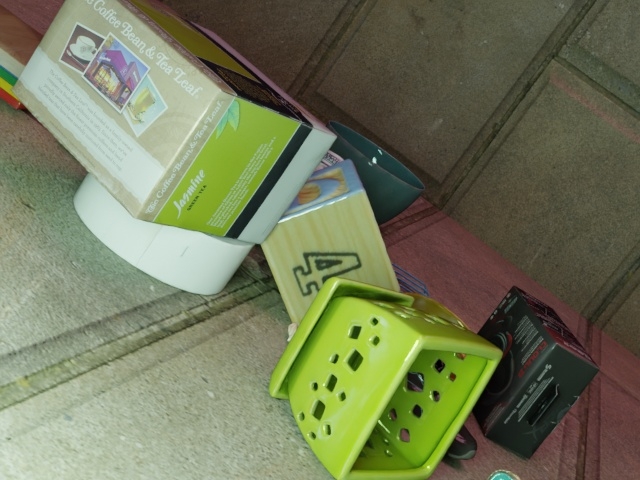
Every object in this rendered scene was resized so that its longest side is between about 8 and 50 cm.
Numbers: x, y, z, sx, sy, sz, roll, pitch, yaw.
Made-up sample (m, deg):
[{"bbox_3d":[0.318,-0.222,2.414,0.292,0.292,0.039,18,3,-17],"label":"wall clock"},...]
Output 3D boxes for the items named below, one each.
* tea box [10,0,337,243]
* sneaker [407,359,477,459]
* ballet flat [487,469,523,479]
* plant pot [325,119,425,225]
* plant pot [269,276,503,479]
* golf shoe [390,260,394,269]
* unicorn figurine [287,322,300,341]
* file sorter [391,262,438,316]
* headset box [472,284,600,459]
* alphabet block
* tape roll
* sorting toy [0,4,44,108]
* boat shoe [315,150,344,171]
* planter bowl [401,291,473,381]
[{"bbox_3d":[-0.213,-0.189,1.546,0.329,0.220,0.323,43,14,28],"label":"tea box"},{"bbox_3d":[0.164,0.241,1.675,0.267,0.106,0.101,45,15,29],"label":"sneaker"},{"bbox_3d":[0.337,0.424,1.556,0.206,0.073,0.067,46,3,26],"label":"ballet flat"},{"bbox_3d":[0.085,-0.135,2.557,0.290,0.195,0.290,34,13,-9],"label":"plant pot"},{"bbox_3d":[0.077,0.182,1.430,0.207,0.228,0.227,39,14,37],"label":"plant pot"},{"bbox_3d":[0.098,0.065,2.238,0.176,0.069,0.086,20,40,-40],"label":"golf shoe"},{"bbox_3d":[0.018,0.164,1.675,0.162,0.060,0.111,29,15,-26],"label":"unicorn figurine"},{"bbox_3d":[0.151,0.131,2.015,0.118,0.104,0.170,32,14,-13],"label":"file sorter"},{"bbox_3d":[0.379,0.247,1.931,0.110,0.218,0.293,30,15,-17],"label":"headset box"},{"bbox_3d":[0.006,0.004,1.757,0.192,0.193,0.197,-101,171,-68],"label":"alphabet block"},{"bbox_3d":[-0.244,-0.037,1.643,0.286,0.100,0.286,34,13,-9],"label":"tape roll"},{"bbox_3d":[-0.575,-0.335,1.871,0.255,0.089,0.257,36,14,5],"label":"sorting toy"},{"bbox_3d":[0.007,0.002,1.970,0.136,0.156,0.367,27,-28,26],"label":"boat shoe"},{"bbox_3d":[0.191,0.202,1.861,0.217,0.090,0.217,29,29,-18],"label":"planter bowl"}]
